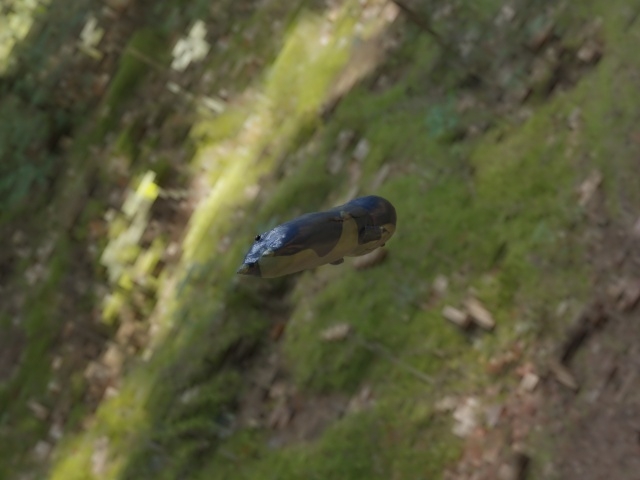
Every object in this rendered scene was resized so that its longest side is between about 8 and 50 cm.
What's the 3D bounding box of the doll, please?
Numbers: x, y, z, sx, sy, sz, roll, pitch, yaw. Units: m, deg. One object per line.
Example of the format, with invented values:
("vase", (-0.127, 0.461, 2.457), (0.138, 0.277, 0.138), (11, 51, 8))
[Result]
("doll", (0.000, 0.000, 0.829), (0.037, 0.027, 0.125), (-32, -6, 31))
